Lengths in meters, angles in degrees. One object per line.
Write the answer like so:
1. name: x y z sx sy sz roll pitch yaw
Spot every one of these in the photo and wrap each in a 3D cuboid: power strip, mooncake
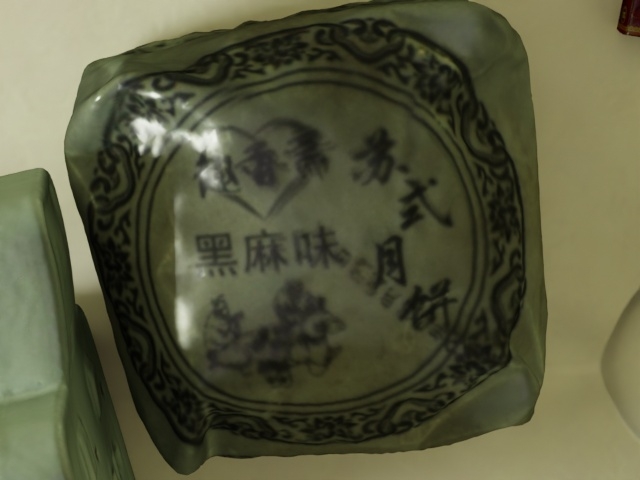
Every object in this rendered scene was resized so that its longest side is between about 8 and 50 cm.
1. power strip: -0.177 0.106 1.039 0.141 0.229 0.261 -15 107 -1
2. mooncake: 0.000 0.001 1.081 0.254 0.136 0.250 -10 103 -4

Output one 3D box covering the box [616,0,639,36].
1. box: 0.201 -0.152 1.117 0.052 0.023 0.082 8 105 -8
